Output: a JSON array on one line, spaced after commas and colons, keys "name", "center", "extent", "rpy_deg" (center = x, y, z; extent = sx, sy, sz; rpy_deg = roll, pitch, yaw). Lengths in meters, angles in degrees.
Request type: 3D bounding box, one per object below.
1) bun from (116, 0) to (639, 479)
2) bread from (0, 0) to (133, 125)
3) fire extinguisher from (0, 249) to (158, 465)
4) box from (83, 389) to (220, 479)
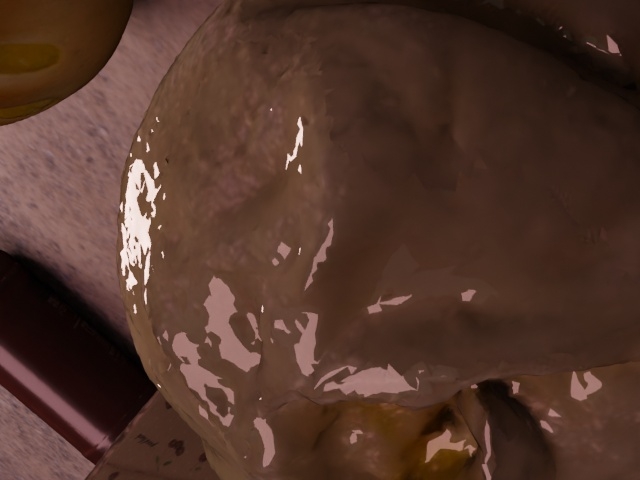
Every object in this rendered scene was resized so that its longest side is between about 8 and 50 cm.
[{"name": "bun", "center": [0.078, 0.017, 0.650], "extent": [0.365, 0.219, 0.365], "rpy_deg": [1, 123, 2]}, {"name": "bread", "center": [-0.271, -0.205, 0.872], "extent": [0.333, 0.160, 0.333], "rpy_deg": [28, 151, 18]}, {"name": "fire extinguisher", "center": [-0.295, 0.096, 1.386], "extent": [0.344, 0.102, 0.138], "rpy_deg": [42, 152, -10]}, {"name": "box", "center": [-0.026, 0.258, 1.012], "extent": [0.190, 0.225, 0.297], "rpy_deg": [2, 134, 44]}]
